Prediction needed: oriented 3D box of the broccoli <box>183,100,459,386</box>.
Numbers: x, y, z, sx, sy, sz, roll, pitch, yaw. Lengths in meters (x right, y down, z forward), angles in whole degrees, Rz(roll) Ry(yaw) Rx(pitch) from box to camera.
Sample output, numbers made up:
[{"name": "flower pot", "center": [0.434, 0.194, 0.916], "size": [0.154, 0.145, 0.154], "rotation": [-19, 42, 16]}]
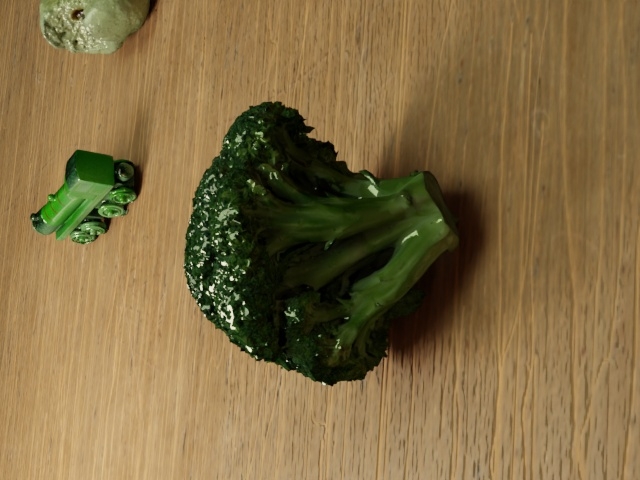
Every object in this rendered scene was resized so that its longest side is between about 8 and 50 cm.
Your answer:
[{"name": "broccoli", "center": [0.000, 0.000, 1.268], "size": [0.275, 0.308, 0.308], "rotation": [-23, 56, 16]}]

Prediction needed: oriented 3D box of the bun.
[{"name": "bun", "center": [-0.367, -0.388, 2.092], "size": [0.204, 0.126, 0.212], "rotation": [-49, 42, 2]}]

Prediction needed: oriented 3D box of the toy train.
[{"name": "toy train", "center": [-0.392, -0.067, 2.054], "size": [0.251, 0.119, 0.085], "rotation": [-37, 53, 48]}]
